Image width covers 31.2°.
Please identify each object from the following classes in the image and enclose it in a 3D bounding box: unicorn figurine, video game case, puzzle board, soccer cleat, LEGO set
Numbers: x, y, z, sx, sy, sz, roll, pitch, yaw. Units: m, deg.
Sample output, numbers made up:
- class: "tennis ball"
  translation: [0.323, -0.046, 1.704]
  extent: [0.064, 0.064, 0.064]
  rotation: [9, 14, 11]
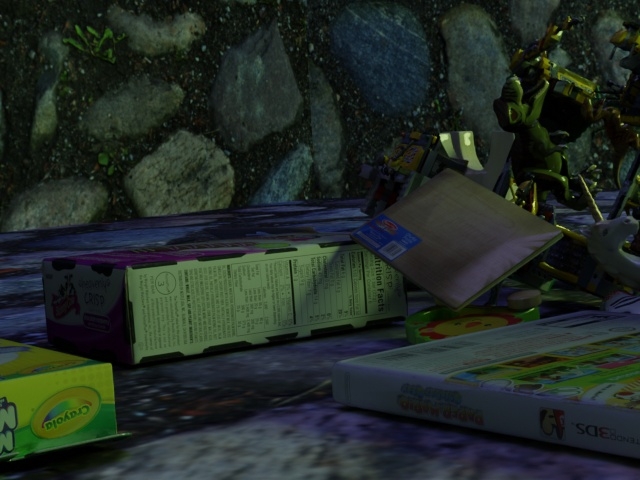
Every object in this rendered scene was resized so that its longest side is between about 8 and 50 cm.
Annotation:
- class: "unicorn figurine"
  translation: [0.249, 0.024, 0.767]
  extent: [0.162, 0.060, 0.111]
  rotation: [36, -15, -28]
- class: "video game case"
  translation: [0.156, 0.067, 0.593]
  extent: [0.227, 0.026, 0.206]
  rotation: [-6, 5, -41]
- class: "puzzle board"
  translation: [0.093, -0.002, 0.806]
  extent: [0.096, 0.011, 0.128]
  rotation: [-34, 37, -16]
- class: "soccer cleat"
  translation: [0.201, 0.051, 0.762]
  extent: [0.035, 0.029, 0.083]
  rotation: [-30, 4, -13]
- class: "LEGO set"
  translation: [0.162, -0.077, 0.956]
  extent: [0.192, 0.255, 0.331]
  rotation: [23, 9, -16]

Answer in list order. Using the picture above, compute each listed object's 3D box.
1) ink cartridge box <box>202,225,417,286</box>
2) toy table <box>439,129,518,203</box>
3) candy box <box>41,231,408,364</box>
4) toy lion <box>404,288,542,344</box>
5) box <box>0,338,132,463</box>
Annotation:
- class: "ink cartridge box"
  translation: [0.000, 0.000, 1.092]
  extent: [0.145, 0.045, 0.179]
  rotation: [0, -20, 43]
- class: "toy table"
  translation: [0.250, -0.091, 1.775]
  extent: [0.252, 0.161, 0.274]
  rotation: [-6, 6, -30]
- class: "candy box"
  translation: [-0.072, 0.037, 0.870]
  extent: [0.233, 0.071, 0.159]
  rotation: [-5, 4, -34]
- class: "toy lion"
  translation: [0.095, 0.058, 0.752]
  extent: [0.100, 0.034, 0.096]
  rotation: [1, 13, 45]
- class: "box"
  translation: [-0.176, 0.080, 0.563]
  extent: [0.105, 0.043, 0.179]
  rotation: [-7, 7, -37]
